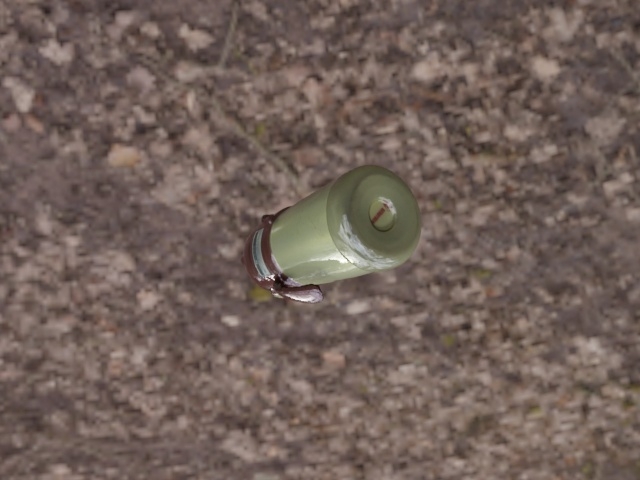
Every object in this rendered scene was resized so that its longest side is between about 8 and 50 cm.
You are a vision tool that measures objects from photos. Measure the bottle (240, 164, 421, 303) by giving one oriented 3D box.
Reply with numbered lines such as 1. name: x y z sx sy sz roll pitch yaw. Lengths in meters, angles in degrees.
1. bottle: 0.001 -0.001 0.602 0.063 0.047 0.101 -28 -177 -37
